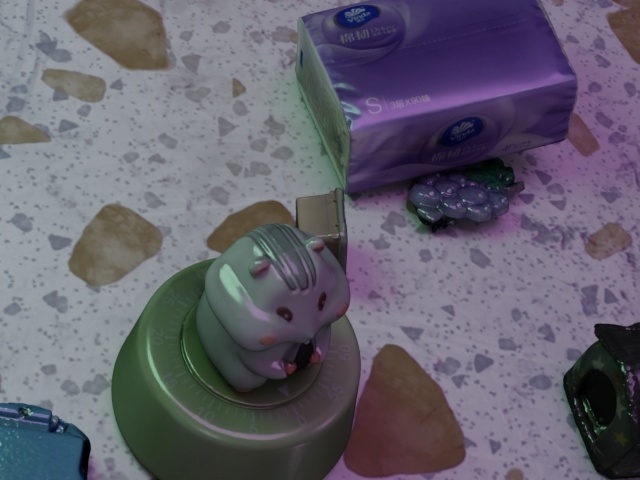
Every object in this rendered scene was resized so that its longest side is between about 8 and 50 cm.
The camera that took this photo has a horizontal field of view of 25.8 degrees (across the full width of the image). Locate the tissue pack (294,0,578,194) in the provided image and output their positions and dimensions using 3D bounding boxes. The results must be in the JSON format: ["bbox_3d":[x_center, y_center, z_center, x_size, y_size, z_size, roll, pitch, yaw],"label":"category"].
[{"bbox_3d":[0.157,-0.225,1.910,0.338,0.160,0.242,-15,56,-12],"label":"tissue pack"}]

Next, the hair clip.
[{"bbox_3d":[0.202,-0.064,1.921,0.124,0.052,0.195,38,46,20],"label":"hair clip"}]

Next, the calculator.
[{"bbox_3d":[-0.338,0.302,1.478,0.173,0.051,0.293,11,52,-9],"label":"calculator"}]

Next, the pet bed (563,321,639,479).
[{"bbox_3d":[0.431,0.187,1.720,0.211,0.159,0.183,-1,55,-18],"label":"pet bed"}]

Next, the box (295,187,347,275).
[{"bbox_3d":[0.000,0.000,1.765,0.062,0.122,0.089,-3,54,-3],"label":"box"}]

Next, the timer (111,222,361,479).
[{"bbox_3d":[-0.068,0.102,1.540,0.291,0.315,0.290,8,53,-11],"label":"timer"}]
